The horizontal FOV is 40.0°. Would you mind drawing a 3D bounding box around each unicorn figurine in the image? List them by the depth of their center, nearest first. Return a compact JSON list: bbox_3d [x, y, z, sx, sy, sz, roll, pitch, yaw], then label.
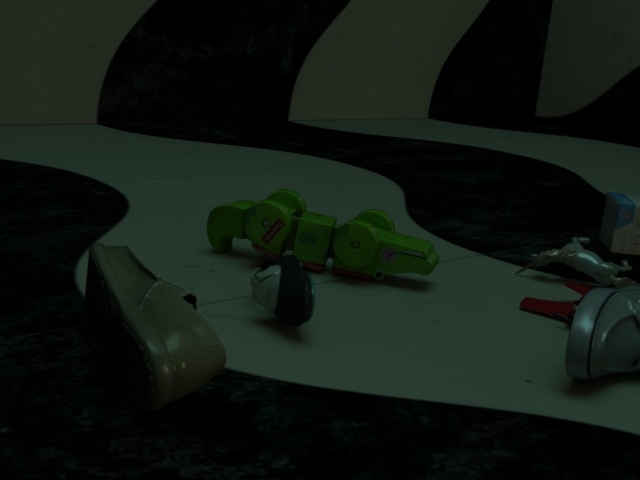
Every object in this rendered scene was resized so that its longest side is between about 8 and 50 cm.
[{"bbox_3d":[0.394,0.033,1.325,0.161,0.060,0.111,16,18,35],"label":"unicorn figurine"}]

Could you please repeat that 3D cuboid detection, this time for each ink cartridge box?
[{"bbox_3d":[0.578,-0.026,1.549,0.143,0.092,0.090,6,15,3],"label":"ink cartridge box"}]

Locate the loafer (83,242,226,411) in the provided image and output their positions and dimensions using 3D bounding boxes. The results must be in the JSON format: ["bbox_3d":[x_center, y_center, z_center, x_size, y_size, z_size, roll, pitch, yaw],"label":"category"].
[{"bbox_3d":[-0.173,0.082,0.885,0.092,0.102,0.268,-1,26,-29],"label":"loafer"}]

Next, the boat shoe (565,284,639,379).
[{"bbox_3d":[0.357,0.106,0.993,0.088,0.096,0.267,11,7,35],"label":"boat shoe"}]

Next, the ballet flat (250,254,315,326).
[{"bbox_3d":[-0.050,0.057,1.060,0.074,0.074,0.203,4,9,-7],"label":"ballet flat"}]

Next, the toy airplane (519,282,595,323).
[{"bbox_3d":[0.349,0.087,1.171,0.151,0.028,0.151,7,16,-2],"label":"toy airplane"}]

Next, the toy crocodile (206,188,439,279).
[{"bbox_3d":[0.000,0.000,1.261,0.340,0.105,0.115,13,16,10],"label":"toy crocodile"}]
